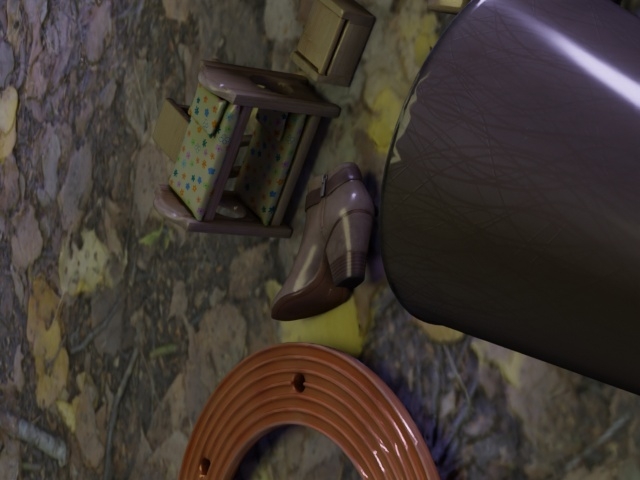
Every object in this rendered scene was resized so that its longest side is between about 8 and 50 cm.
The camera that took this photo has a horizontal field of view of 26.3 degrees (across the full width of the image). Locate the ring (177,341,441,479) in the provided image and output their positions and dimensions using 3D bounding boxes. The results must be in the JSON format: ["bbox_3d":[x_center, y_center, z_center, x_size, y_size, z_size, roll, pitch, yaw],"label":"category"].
[{"bbox_3d":[-0.009,0.239,0.957,0.336,0.032,0.336,-8,80,53],"label":"ring"}]

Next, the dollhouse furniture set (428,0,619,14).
[{"bbox_3d":[0.106,-0.164,0.772,0.081,0.114,0.091,44,124,51],"label":"dollhouse furniture set"}]

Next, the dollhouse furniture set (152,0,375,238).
[{"bbox_3d":[-0.072,-0.121,1.012,0.161,0.101,0.182,46,122,45],"label":"dollhouse furniture set"}]

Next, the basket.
[{"bbox_3d":[0.161,-0.009,0.658,0.227,0.154,0.204,30,109,46],"label":"basket"}]

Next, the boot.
[{"bbox_3d":[0.000,0.000,0.963,0.118,0.042,0.087,-30,57,47],"label":"boot"}]
